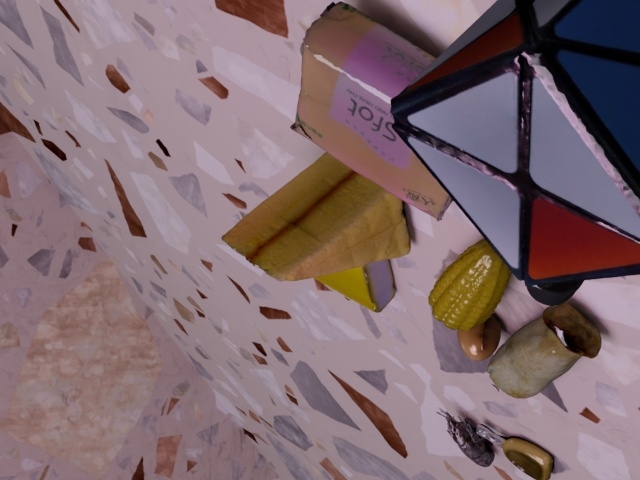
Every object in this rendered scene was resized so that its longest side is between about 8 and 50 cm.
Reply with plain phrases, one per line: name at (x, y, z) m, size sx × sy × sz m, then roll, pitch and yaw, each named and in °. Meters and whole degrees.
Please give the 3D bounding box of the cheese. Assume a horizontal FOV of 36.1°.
cheese at (0.367, 0.396, 1.868) m, size 0.162 × 0.036 × 0.086 m, roll 29°, pitch 151°, yaw 31°

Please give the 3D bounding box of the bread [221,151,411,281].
bread at (-0.003, 0.001, 1.560) m, size 0.168 × 0.264 × 0.163 m, roll 34°, pitch 153°, yaw 37°

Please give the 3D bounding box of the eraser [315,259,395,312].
eraser at (0.030, 0.028, 1.784) m, size 0.226 × 0.069 × 0.158 m, roll 28°, pitch 149°, yaw 35°

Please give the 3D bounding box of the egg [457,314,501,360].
egg at (0.259, 0.157, 1.603) m, size 0.071 × 0.083 × 0.071 m, roll 13°, pitch 152°, yaw 7°

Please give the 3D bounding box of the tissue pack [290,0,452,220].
tissue pack at (0.096, -0.170, 1.294) m, size 0.257 × 0.123 × 0.215 m, roll 32°, pitch 152°, yaw 12°

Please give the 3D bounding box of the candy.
candy at (0.234, 0.057, 1.461) m, size 0.094 × 0.106 × 0.199 m, roll 58°, pitch 156°, yaw 19°

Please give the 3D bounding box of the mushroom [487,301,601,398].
mushroom at (0.336, 0.179, 1.517) m, size 0.100 × 0.081 × 0.312 m, roll 48°, pitch 159°, yaw 10°

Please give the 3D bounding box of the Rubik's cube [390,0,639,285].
Rubik's cube at (0.261, -0.126, 0.938) m, size 0.248 × 0.246 × 0.250 m, roll 52°, pitch 156°, yaw -12°

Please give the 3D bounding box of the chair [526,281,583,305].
chair at (0.321, -0.005, 1.242) m, size 0.221 × 0.104 × 0.095 m, roll 108°, pitch 141°, yaw -59°

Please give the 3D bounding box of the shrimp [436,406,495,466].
shrimp at (0.291, 0.388, 1.954) m, size 0.057 × 0.065 × 0.165 m, roll -29°, pitch 101°, yaw 33°

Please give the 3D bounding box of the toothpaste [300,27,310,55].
toothpaste at (0.004, -0.222, 1.459) m, size 0.078 × 0.047 × 0.248 m, roll 38°, pitch 158°, yaw 28°
